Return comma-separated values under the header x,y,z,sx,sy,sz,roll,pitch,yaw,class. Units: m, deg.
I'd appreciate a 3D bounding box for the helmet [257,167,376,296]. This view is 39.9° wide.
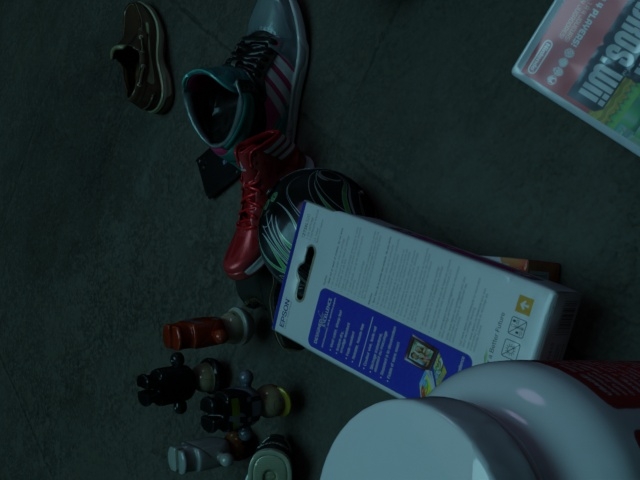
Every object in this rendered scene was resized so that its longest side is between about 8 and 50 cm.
x,y,z,sx,sy,sz,roll,pitch,yaw,class
0.000,0.000,1.179,0.169,0.169,0.161,-47,35,35,helmet

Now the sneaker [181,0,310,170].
x,y,z,sx,sy,sz,roll,pitch,yaw,class
-0.119,-0.250,1.310,0.124,0.178,0.295,2,86,36,sneaker

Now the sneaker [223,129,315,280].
x,y,z,sx,sy,sz,roll,pitch,yaw,class
-0.104,-0.062,1.261,0.087,0.128,0.221,5,61,42,sneaker

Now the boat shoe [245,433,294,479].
x,y,z,sx,sy,sz,roll,pitch,yaw,class
-0.079,0.398,1.282,0.079,0.084,0.233,-100,19,-77,boat shoe

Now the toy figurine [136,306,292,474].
x,y,z,sx,sy,sz,roll,pitch,yaw,class
-0.158,0.228,1.323,0.209,0.148,0.213,56,133,30,toy figurine

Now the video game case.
x,y,z,sx,sy,sz,roll,pitch,yaw,class
0.344,-0.164,0.796,0.285,0.025,0.204,37,116,16,video game case

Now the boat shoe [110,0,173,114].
x,y,z,sx,sy,sz,roll,pitch,yaw,class
-0.349,-0.361,1.672,0.095,0.095,0.257,-43,54,37,boat shoe

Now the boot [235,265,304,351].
x,y,z,sx,sy,sz,roll,pitch,yaw,class
-0.073,0.095,1.315,0.137,0.077,0.198,-43,41,42,boot

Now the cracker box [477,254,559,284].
x,y,z,sx,sy,sz,roll,pitch,yaw,class
0.160,0.093,1.038,0.232,0.067,0.156,4,88,50,cracker box

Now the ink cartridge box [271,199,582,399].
x,y,z,sx,sy,sz,roll,pitch,yaw,class
0.100,0.083,0.997,0.371,0.069,0.176,22,101,41,ink cartridge box

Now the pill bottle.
x,y,z,sx,sy,sz,roll,pitch,yaw,class
0.205,0.210,0.707,0.229,0.408,0.229,-10,77,48,pill bottle

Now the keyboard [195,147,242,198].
x,y,z,sx,sy,sz,roll,pitch,yaw,class
-0.148,-0.154,1.467,0.180,0.023,0.108,-33,67,41,keyboard
